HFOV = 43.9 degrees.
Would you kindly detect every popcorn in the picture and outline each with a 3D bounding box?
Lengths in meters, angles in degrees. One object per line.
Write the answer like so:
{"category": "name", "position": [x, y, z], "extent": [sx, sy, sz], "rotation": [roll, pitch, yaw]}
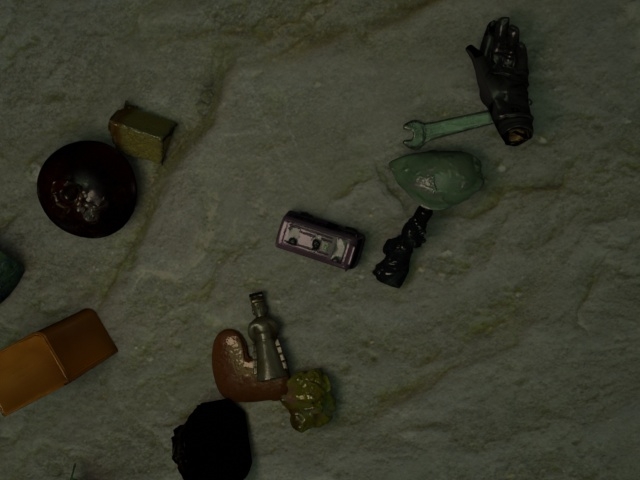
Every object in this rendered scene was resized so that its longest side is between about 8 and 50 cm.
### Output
{"category": "popcorn", "position": [-0.028, 0.382, 1.913], "extent": [0.126, 0.126, 0.145], "rotation": [25, 119, 30]}

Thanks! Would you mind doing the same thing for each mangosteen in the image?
{"category": "mangosteen", "position": [-0.553, -0.114, 1.847], "extent": [0.236, 0.261, 0.235], "rotation": [1, 99, 6]}

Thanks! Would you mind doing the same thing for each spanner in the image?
{"category": "spanner", "position": [0.334, -0.267, 1.817], "extent": [0.302, 0.017, 0.071], "rotation": [-11, 96, 10]}

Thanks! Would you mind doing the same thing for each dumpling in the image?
{"category": "dumpling", "position": [0.258, -0.143, 1.778], "extent": [0.217, 0.149, 0.104], "rotation": [4, 116, 7]}

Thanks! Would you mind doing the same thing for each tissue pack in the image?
{"category": "tissue pack", "position": [-0.649, 0.283, 1.910], "extent": [0.194, 0.274, 0.145], "rotation": [-30, 91, 11]}

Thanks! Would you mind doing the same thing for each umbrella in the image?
{"category": "umbrella", "position": [0.194, 0.006, 1.823], "extent": [0.080, 0.071, 0.224], "rotation": [26, 127, 1]}

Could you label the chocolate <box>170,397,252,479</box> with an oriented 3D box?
{"category": "chocolate", "position": [-0.306, 0.518, 1.951], "extent": [0.177, 0.206, 0.224], "rotation": [-19, 76, 40]}

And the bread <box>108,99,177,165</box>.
{"category": "bread", "position": [-0.430, -0.247, 1.873], "extent": [0.147, 0.152, 0.127], "rotation": [19, 101, -4]}

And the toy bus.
{"category": "toy bus", "position": [0.000, 0.000, 1.857], "extent": [0.199, 0.108, 0.096], "rotation": [18, 100, 6]}

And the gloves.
{"category": "gloves", "position": [0.397, -0.348, 1.742], "extent": [0.142, 0.119, 0.285], "rotation": [-3, 85, -12]}

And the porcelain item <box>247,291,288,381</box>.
{"category": "porcelain item", "position": [-0.137, 0.231, 1.921], "extent": [0.084, 0.054, 0.213], "rotation": [-11, 80, -4]}

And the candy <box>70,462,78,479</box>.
{"category": "candy", "position": [-0.484, 0.753, 2.028], "extent": [0.398, 0.172, 0.262], "rotation": [22, 111, -15]}

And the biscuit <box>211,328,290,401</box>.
{"category": "biscuit", "position": [-0.173, 0.309, 1.963], "extent": [0.192, 0.036, 0.186], "rotation": [-4, 95, 8]}

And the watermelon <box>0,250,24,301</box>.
{"category": "watermelon", "position": [-0.917, 0.076, 1.963], "extent": [0.387, 0.228, 0.258], "rotation": [-32, 83, 20]}
